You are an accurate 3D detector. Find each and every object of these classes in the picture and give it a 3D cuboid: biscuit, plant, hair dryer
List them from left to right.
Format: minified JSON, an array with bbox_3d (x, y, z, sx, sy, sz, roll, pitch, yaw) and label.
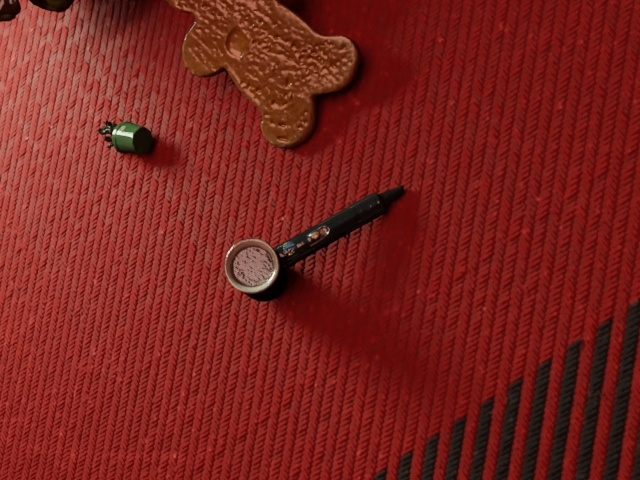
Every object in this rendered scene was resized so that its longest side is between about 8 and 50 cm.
[{"bbox_3d":[-0.307,-0.159,1.129,0.102,0.051,0.051,14,90,35],"label":"plant"},{"bbox_3d":[-0.097,-0.295,1.000,0.324,0.049,0.205,41,112,-2],"label":"biscuit"},{"bbox_3d":[0.000,0.000,0.966,0.255,0.128,0.070,-28,79,-4],"label":"hair dryer"}]

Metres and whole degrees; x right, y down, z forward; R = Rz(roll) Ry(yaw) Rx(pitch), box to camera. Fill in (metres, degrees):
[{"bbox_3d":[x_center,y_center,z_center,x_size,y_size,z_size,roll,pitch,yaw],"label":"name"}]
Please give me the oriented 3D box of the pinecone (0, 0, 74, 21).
[{"bbox_3d":[-0.451,-0.491,1.028,0.398,0.398,0.397,-3,83,23],"label":"pinecone"}]
